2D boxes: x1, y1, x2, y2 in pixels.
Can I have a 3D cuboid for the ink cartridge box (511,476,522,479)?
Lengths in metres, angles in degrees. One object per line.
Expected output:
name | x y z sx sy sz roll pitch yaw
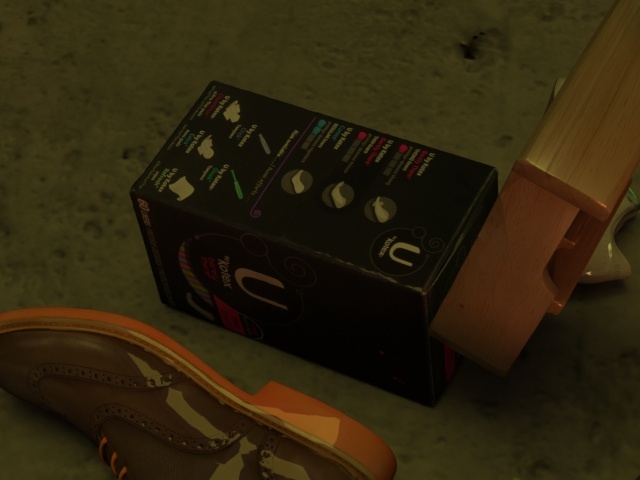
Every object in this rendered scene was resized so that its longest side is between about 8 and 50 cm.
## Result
ink cartridge box | 0.227 0.330 0.950 0.353 0.207 0.119 31 60 29

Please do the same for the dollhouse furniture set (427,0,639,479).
dollhouse furniture set | 0.309 0.050 1.074 0.394 0.256 0.362 30 59 7

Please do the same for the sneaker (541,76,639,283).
sneaker | 0.238 -0.050 1.360 0.094 0.080 0.212 7 58 -2

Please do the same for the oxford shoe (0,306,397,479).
oxford shoe | -0.130 0.156 1.199 0.364 0.130 0.132 18 61 21

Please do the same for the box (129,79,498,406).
box | 0.000 0.000 1.280 0.270 0.165 0.143 19 56 22
